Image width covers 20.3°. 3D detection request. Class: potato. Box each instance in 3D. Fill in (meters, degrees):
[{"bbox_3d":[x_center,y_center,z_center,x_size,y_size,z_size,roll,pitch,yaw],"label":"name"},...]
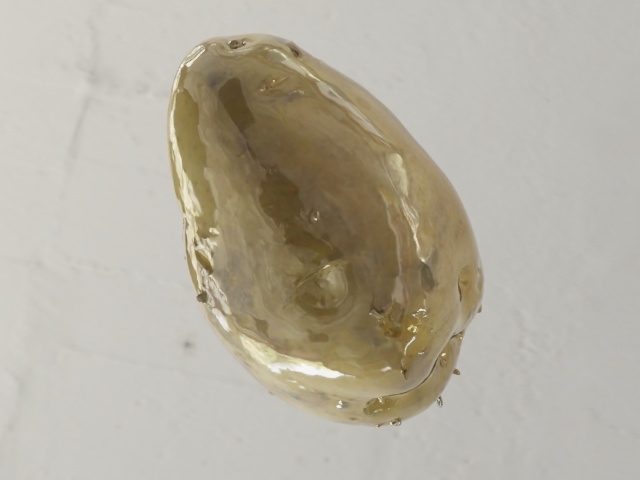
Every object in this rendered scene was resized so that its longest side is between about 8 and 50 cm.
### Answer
[{"bbox_3d":[0.004,-0.002,0.978,0.161,0.128,0.234,-8,-72,5],"label":"potato"}]
